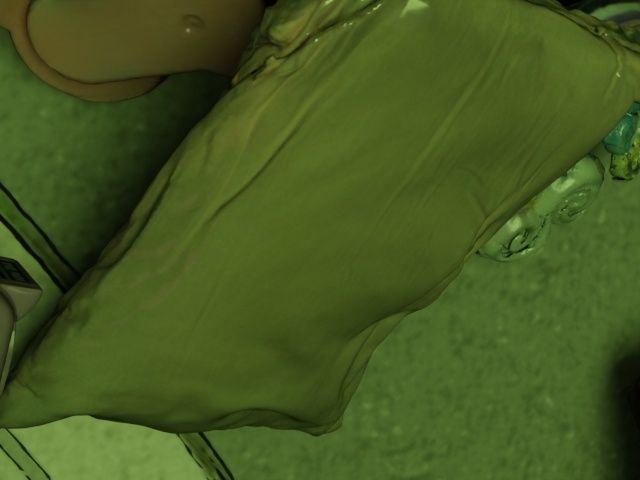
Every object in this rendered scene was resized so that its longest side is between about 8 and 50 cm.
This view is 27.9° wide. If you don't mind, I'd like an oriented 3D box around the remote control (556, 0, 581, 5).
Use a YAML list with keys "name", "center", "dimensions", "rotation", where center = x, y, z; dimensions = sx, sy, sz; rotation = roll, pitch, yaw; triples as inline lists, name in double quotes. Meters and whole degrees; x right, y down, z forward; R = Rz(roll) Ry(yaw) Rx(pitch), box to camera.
- name: "remote control"
  center: [0.070, -0.202, 0.552]
  dimensions: [0.090, 0.066, 0.266]
  rotation: [-50, 122, -4]

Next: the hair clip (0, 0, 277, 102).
- name: "hair clip"
  center: [-0.055, -0.116, 0.530]
  dimensions: [0.138, 0.102, 0.123]
  rotation: [-7, 133, 15]

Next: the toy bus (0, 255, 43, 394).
- name: "toy bus"
  center: [-0.186, 0.085, 0.504]
  dimensions: [0.108, 0.096, 0.199]
  rotation: [12, 99, -29]

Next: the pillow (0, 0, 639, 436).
- name: "pillow"
  center: [0.000, 0.000, 0.527]
  dimensions: [0.173, 0.067, 0.270]
  rotation: [14, 127, -37]

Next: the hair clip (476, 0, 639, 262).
- name: "hair clip"
  center: [0.125, -0.068, 0.607]
  dimensions: [0.172, 0.049, 0.116]
  rotation: [-41, 134, -5]

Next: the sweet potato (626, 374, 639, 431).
- name: "sweet potato"
  center: [0.181, 0.190, 0.697]
  dimensions: [0.112, 0.085, 0.286]
  rotation: [22, 106, 8]
